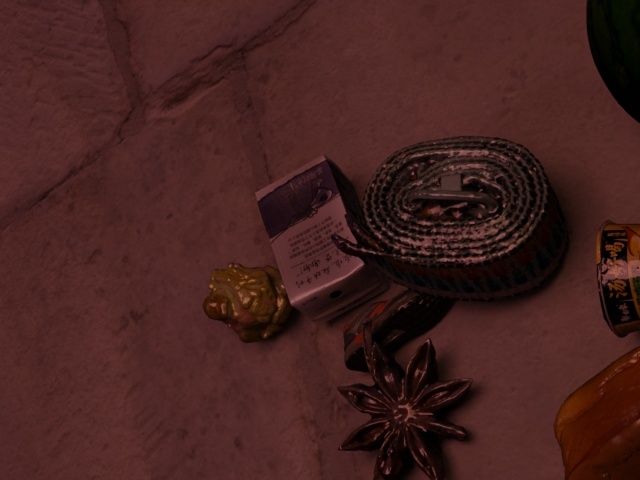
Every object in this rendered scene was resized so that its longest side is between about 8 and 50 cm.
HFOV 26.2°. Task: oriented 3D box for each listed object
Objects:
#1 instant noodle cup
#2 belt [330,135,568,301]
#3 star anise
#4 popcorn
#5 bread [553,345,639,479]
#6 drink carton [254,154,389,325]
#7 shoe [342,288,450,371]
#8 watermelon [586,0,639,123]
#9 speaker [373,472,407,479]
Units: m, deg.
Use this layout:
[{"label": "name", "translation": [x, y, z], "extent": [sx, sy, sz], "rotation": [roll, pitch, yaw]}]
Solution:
[{"label": "instant noodle cup", "translation": [0.423, 0.043, 1.724], "extent": [0.122, 0.151, 0.151], "rotation": [-6, 68, 26]}, {"label": "belt", "translation": [0.184, -0.037, 1.894], "extent": [0.295, 0.160, 0.206], "rotation": [7, 66, 26]}, {"label": "star anise", "translation": [0.116, 0.231, 1.940], "extent": [0.230, 0.081, 0.262], "rotation": [-35, 64, 25]}, {"label": "popcorn", "translation": [-0.112, 0.092, 2.168], "extent": [0.145, 0.125, 0.126], "rotation": [24, 77, 25]}, {"label": "bread", "translation": [0.400, 0.225, 1.625], "extent": [0.270, 0.195, 0.142], "rotation": [-40, 44, 26]}, {"label": "drink carton", "translation": [0.001, 0.000, 2.107], "extent": [0.134, 0.102, 0.222], "rotation": [-28, 55, 13]}, {"label": "shoe", "translation": [0.103, 0.110, 2.012], "extent": [0.194, 0.074, 0.077], "rotation": [-42, 42, 22]}, {"label": "watermelon", "translation": [0.490, -0.293, 1.670], "extent": [0.363, 0.363, 0.363], "rotation": [-17, 62, 35]}, {"label": "speaker", "translation": [0.116, 0.440, 1.757], "extent": [0.153, 0.192, 0.231], "rotation": [-43, 57, 9]}]
